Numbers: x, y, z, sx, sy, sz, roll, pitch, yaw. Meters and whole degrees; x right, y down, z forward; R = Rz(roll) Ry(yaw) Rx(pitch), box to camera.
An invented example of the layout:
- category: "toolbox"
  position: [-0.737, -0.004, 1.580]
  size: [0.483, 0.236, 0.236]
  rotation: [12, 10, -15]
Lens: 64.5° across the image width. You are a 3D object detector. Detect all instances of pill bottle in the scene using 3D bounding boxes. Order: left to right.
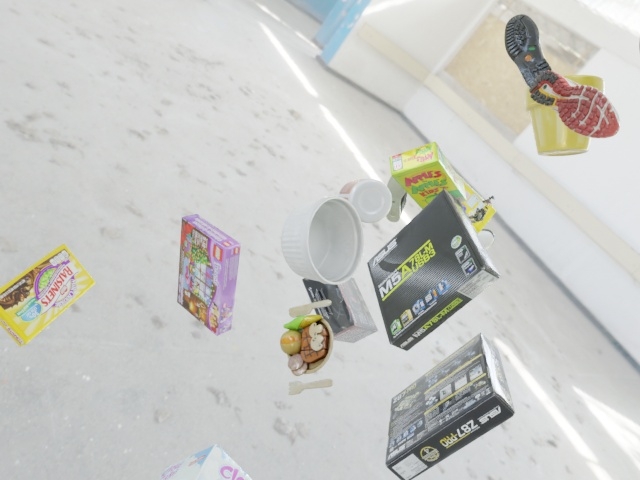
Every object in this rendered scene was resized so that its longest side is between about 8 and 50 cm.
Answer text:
- category: "pill bottle"
  position: [0.117, -0.115, 1.450]
  size: [0.121, 0.121, 0.216]
  rotation: [34, -1, -12]

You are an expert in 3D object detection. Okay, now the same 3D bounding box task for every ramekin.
- category: "ramekin"
  position: [0.000, 0.000, 1.207]
  size: [0.207, 0.109, 0.207]
  rotation: [1, 89, -48]

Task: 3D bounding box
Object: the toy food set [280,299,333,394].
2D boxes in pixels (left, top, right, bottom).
- category: "toy food set"
  position: [-0.032, 0.219, 1.072]
  size: [0.038, 0.132, 0.192]
  rotation: [31, 49, -47]

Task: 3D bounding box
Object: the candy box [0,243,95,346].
- category: "candy box"
  position: [-0.524, 0.097, 0.960]
  size: [0.105, 0.027, 0.206]
  rotation: [60, 24, -19]

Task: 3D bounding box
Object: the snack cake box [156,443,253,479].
- category: "snack cake box"
  position: [-0.154, 0.486, 0.862]
  size: [0.264, 0.152, 0.089]
  rotation: [50, 32, -11]

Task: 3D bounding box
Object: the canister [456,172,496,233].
- category: "canister"
  position: [0.416, -0.105, 1.496]
  size: [0.170, 0.073, 0.126]
  rotation: [45, 65, -1]

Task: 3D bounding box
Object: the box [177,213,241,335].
- category: "box"
  position: [-0.322, 0.097, 1.437]
  size: [0.201, 0.293, 0.057]
  rotation: [30, 33, 32]

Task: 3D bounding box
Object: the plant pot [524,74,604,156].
- category: "plant pot"
  position: [0.848, -0.424, 1.771]
  size: [0.254, 0.239, 0.254]
  rotation: [0, 1, 0]

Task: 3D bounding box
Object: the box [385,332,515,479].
- category: "box"
  position: [0.368, 0.489, 1.509]
  size: [0.097, 0.395, 0.318]
  rotation: [43, 21, -8]

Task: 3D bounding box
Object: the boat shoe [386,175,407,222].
- category: "boat shoe"
  position: [0.313, -0.190, 2.058]
  size: [0.084, 0.233, 0.079]
  rotation: [19, 37, 22]

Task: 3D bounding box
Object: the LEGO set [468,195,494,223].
- category: "LEGO set"
  position: [0.325, -0.056, 1.014]
  size: [0.023, 0.083, 0.054]
  rotation: [49, -14, -4]

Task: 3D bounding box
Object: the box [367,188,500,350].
- category: "box"
  position: [0.162, 0.043, 0.784]
  size: [0.045, 0.191, 0.184]
  rotation: [26, 33, -30]

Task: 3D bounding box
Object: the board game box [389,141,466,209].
- category: "board game box"
  position: [0.214, -0.119, 0.996]
  size: [0.181, 0.092, 0.043]
  rotation: [33, 48, -53]

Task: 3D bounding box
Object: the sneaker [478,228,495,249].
- category: "sneaker"
  position: [0.501, 0.052, 1.836]
  size: [0.090, 0.270, 0.145]
  rotation: [63, 23, -9]

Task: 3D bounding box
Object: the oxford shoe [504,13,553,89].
- category: "oxford shoe"
  position: [0.520, -0.458, 1.273]
  size: [0.096, 0.082, 0.227]
  rotation: [16, 60, -60]

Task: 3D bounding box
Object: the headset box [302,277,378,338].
- category: "headset box"
  position: [0.064, 0.216, 1.691]
  size: [0.218, 0.110, 0.293]
  rotation: [66, 14, 21]

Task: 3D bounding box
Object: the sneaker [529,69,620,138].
- category: "sneaker"
  position: [0.540, -0.283, 1.052]
  size: [0.092, 0.088, 0.225]
  rotation: [9, 37, -28]
